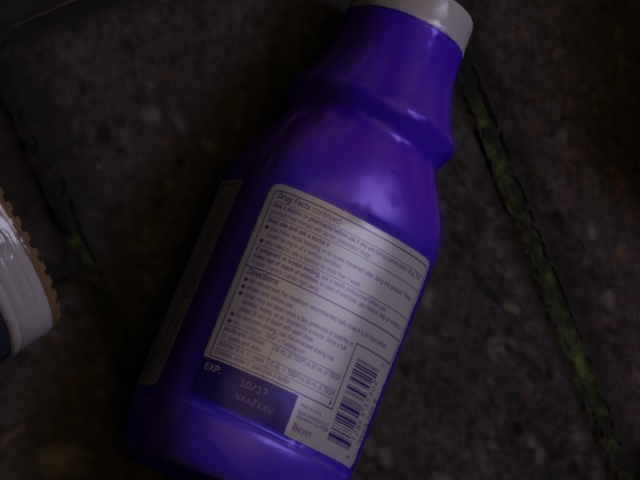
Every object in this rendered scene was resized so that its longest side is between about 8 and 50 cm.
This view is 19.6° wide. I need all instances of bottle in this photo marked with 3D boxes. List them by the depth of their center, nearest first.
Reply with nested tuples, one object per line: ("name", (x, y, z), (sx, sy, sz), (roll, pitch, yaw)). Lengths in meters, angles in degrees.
("bottle", (0.000, 0.000, 0.957), (0.118, 0.092, 0.283), (27, 75, -23))

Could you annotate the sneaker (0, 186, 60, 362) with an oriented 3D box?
("sneaker", (-0.249, -0.035, 0.832), (0.153, 0.099, 0.282), (-37, 106, -25))
